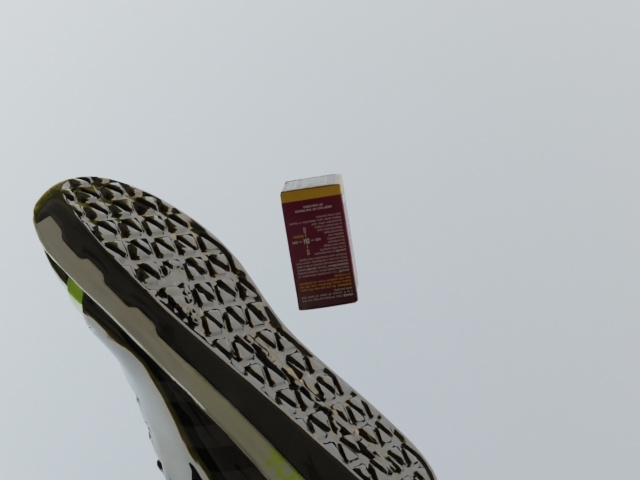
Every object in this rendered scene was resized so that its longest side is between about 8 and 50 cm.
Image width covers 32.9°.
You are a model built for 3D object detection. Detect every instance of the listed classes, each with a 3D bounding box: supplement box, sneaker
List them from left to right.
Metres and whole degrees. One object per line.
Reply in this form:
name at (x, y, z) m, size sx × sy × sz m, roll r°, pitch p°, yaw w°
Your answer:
sneaker at (-0.053, 0.076, 0.465) m, size 0.235 × 0.084 × 0.097 m, roll 46°, pitch -68°, yaw 8°
supplement box at (0.000, 0.000, 0.749) m, size 0.043 × 0.083 × 0.055 m, roll -9°, pitch -170°, yaw 3°
